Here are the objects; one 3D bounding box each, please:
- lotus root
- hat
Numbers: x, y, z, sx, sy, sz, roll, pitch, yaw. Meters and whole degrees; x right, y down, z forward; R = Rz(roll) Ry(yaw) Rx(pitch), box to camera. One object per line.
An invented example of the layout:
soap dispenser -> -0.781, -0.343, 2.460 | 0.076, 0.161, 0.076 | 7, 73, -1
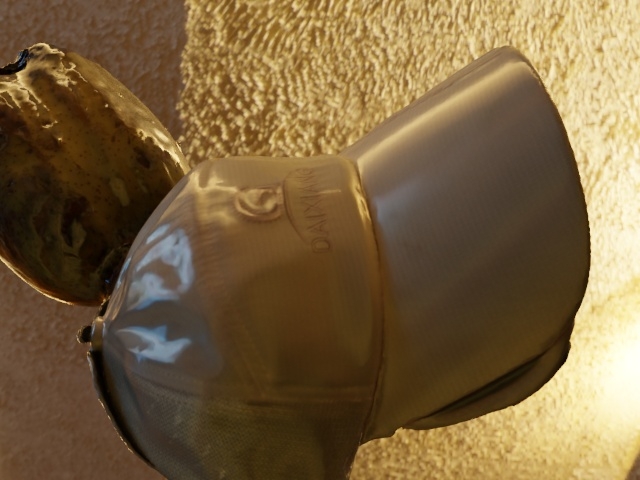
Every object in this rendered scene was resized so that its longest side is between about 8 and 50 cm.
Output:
lotus root -> -0.159, -0.027, 0.617 | 0.278, 0.154, 0.154 | 44, -49, 26
hat -> 0.000, 0.000, 0.415 | 0.164, 0.220, 0.226 | 15, -50, -26
